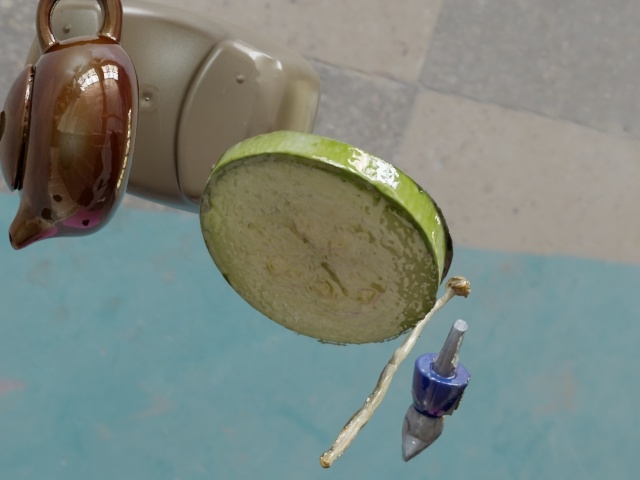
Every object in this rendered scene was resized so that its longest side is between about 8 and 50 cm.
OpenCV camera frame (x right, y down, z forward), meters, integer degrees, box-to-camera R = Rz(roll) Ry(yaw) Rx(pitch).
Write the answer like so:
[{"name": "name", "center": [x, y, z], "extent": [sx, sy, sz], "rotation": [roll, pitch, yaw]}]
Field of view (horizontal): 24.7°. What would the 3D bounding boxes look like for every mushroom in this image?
[{"name": "mushroom", "center": [0.066, 0.111, 1.283], "extent": [0.286, 0.026, 0.028], "rotation": [-46, 162, -44]}]

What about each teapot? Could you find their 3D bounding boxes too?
[{"name": "teapot", "center": [-0.227, -0.114, 1.270], "extent": [0.135, 0.178, 0.252], "rotation": [6, 84, -17]}]

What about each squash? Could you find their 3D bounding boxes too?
[{"name": "squash", "center": [-0.001, 0.004, 1.226], "extent": [0.041, 0.219, 0.219], "rotation": [-67, 147, -43]}]

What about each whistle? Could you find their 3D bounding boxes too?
[{"name": "whistle", "center": [0.058, 0.077, 0.743], "extent": [0.033, 0.029, 0.083], "rotation": [-54, 163, -61]}]

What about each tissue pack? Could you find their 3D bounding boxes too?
[{"name": "tissue pack", "center": [-0.196, -0.182, 2.006], "extent": [0.277, 0.387, 0.267], "rotation": [-7, 113, -73]}]
